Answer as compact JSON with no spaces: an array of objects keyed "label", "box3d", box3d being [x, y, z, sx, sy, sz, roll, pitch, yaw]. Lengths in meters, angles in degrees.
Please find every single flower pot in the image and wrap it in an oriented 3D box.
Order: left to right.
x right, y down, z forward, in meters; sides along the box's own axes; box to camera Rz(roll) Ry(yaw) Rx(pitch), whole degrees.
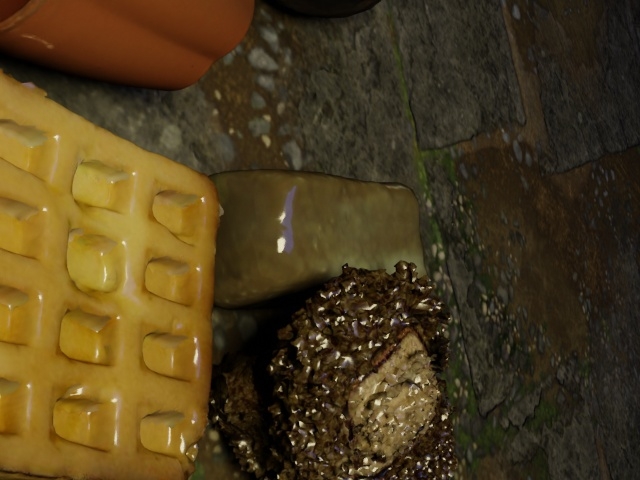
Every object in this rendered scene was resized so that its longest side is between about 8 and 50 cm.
[{"label":"flower pot","box3d":[-0.136,-0.180,0.506,0.173,0.191,0.190,25,62,-60]}]

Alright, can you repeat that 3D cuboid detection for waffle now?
[{"label":"waffle","box3d":[-0.187,0.015,0.412,0.328,0.098,0.224,28,55,-51]}]

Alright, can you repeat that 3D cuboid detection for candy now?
[{"label":"candy","box3d":[0.000,0.000,0.683,0.234,0.102,0.104,2,80,-54]}]

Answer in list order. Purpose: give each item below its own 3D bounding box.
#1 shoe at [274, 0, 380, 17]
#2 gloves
[{"label":"shoe","box3d":[0.020,-0.289,0.667,0.171,0.237,0.384,49,32,-9]},{"label":"gloves","box3d":[0.024,0.152,0.644,0.210,0.135,0.312,-15,117,-31]}]
